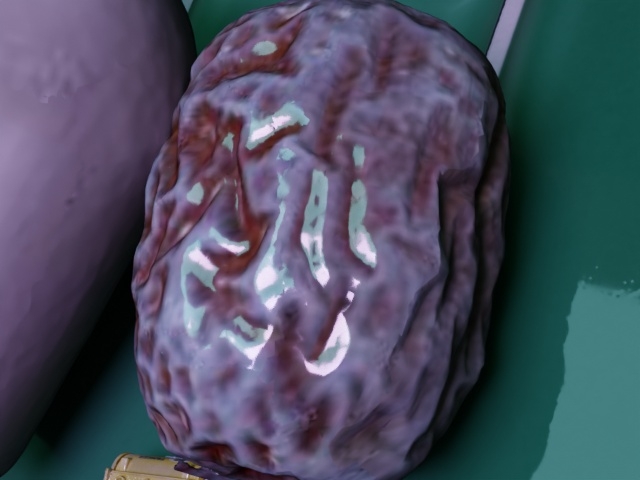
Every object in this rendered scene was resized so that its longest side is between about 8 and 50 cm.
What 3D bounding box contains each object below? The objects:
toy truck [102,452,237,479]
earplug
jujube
[{"bbox_3d":[-0.088,0.176,0.595,0.123,0.063,0.052,-2,68,29],"label":"toy truck"},{"bbox_3d":[-0.262,-0.060,0.613,0.312,0.312,0.394,39,99,35],"label":"earplug"},{"bbox_3d":[0.000,0.000,0.537,0.226,0.226,0.317,6,73,31],"label":"jujube"}]
